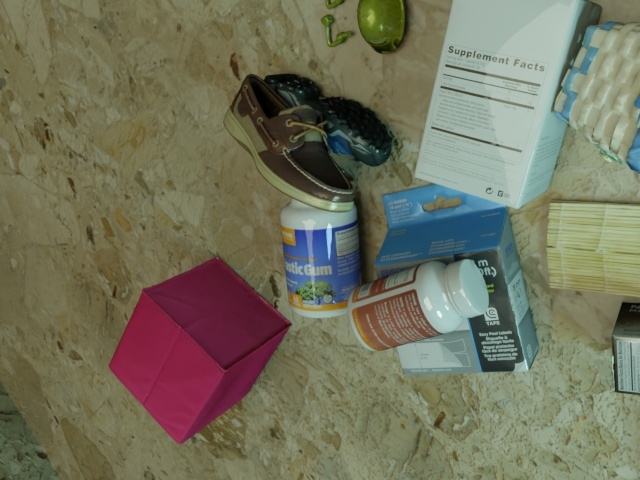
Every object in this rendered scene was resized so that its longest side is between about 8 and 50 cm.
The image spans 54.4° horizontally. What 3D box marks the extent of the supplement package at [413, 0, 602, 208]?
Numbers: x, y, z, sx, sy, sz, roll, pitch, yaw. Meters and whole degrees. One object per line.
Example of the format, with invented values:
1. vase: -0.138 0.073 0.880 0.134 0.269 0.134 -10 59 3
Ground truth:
1. supplement package: 0.282 -0.224 0.948 0.175 0.177 0.293 22 114 28

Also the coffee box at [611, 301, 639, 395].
1. coffee box: 0.573 0.165 0.919 0.246 0.141 0.098 0 106 33

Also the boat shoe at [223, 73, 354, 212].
1. boat shoe: -0.050 -0.179 1.081 0.342 0.123 0.123 49 126 36

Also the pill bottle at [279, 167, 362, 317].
1. pill bottle: 0.000 0.000 1.217 0.152 0.152 0.272 4 108 31

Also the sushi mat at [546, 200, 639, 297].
1. sushi mat: 0.517 0.019 0.972 0.316 0.019 0.152 6 109 33

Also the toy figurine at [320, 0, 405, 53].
1. toy figurine: 0.024 -0.489 1.005 0.191 0.217 0.363 10 110 30

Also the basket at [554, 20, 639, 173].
1. basket: 0.484 -0.173 0.805 0.289 0.254 0.201 31 117 41

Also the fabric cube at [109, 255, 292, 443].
1. fabric cube: -0.272 0.237 1.403 0.259 0.254 0.258 41 123 15

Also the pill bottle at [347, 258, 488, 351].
1. pill bottle: 0.161 0.105 1.038 0.216 0.121 0.121 -22 93 35

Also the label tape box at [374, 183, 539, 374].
1. label tape box: 0.231 0.068 1.123 0.240 0.106 0.334 -10 100 33

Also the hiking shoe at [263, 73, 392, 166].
1. hiking shoe: 0.008 -0.207 1.185 0.304 0.113 0.132 37 129 28
